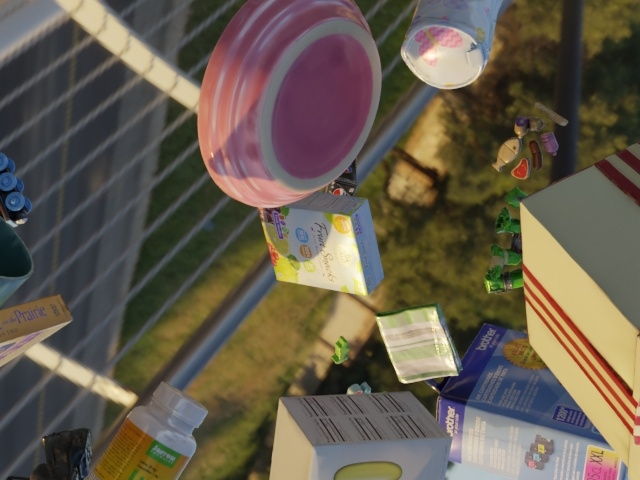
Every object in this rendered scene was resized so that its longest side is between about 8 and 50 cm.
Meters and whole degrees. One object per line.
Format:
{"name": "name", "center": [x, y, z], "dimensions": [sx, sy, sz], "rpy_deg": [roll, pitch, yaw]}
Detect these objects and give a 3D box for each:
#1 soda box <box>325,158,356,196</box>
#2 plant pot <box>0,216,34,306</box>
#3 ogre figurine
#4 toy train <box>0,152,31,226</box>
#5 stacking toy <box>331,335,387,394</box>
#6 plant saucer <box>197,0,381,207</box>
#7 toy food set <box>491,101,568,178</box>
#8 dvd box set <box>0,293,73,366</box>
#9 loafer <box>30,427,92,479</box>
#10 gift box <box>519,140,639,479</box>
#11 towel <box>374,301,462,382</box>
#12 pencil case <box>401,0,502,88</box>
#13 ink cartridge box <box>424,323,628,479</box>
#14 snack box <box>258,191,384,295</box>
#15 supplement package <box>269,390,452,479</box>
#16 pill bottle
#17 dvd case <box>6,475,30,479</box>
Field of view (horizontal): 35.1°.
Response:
{"name": "soda box", "center": [0.044, -0.146, 2.155], "dimensions": [0.169, 0.053, 0.060], "rpy_deg": [-86, -166, -53]}
{"name": "plant pot", "center": [-0.530, 0.044, 1.193], "dimensions": [0.235, 0.293, 0.293], "rpy_deg": [-52, 171, 6]}
{"name": "ogre figurine", "center": [0.351, 0.004, 1.707], "dimensions": [0.097, 0.118, 0.197], "rpy_deg": [-121, -146, -76]}
{"name": "toy train", "center": [-0.707, -0.110, 2.209], "dimensions": [0.105, 0.184, 0.080], "rpy_deg": [-24, 172, -3]}
{"name": "stacking toy", "center": [0.060, 0.308, 1.852], "dimensions": [0.052, 0.167, 0.221], "rpy_deg": [-17, 135, -28]}
{"name": "plant saucer", "center": [-0.024, -0.195, 1.414], "dimensions": [0.332, 0.084, 0.332], "rpy_deg": [-29, 132, -38]}
{"name": "toy food set", "center": [0.308, -0.138, 1.485], "dimensions": [0.019, 0.078, 0.122], "rpy_deg": [-30, 152, -55]}
{"name": "dvd box set", "center": [-0.653, 0.214, 1.683], "dimensions": [0.308, 0.062, 0.420], "rpy_deg": [-31, 175, 24]}
{"name": "loafer", "center": [-0.314, 0.288, 1.201], "dimensions": [0.170, 0.061, 0.062], "rpy_deg": [-98, -171, -66]}
{"name": "gift box", "center": [0.326, 0.060, 0.877], "dimensions": [0.255, 0.258, 0.276], "rpy_deg": [-29, 139, -5]}
{"name": "towel", "center": [0.163, 0.172, 1.674], "dimensions": [0.023, 0.113, 0.152], "rpy_deg": [-81, 153, -54]}
{"name": "pencil case", "center": [0.206, -0.334, 1.445], "dimensions": [0.113, 0.124, 0.273], "rpy_deg": [88, 20, -47]}
{"name": "ink cartridge box", "center": [0.380, 0.303, 1.846], "dimensions": [0.270, 0.396, 0.151], "rpy_deg": [-46, 140, -52]}
{"name": "snack box", "center": [0.000, 0.000, 1.844], "dimensions": [0.070, 0.207, 0.174], "rpy_deg": [-46, 133, -43]}
{"name": "supplement package", "center": [0.049, 0.331, 1.409], "dimensions": [0.149, 0.203, 0.194], "rpy_deg": [-137, -129, -63]}
{"name": "pill bottle", "center": [-0.308, 0.381, 1.798], "dimensions": [0.245, 0.136, 0.136], "rpy_deg": [-57, 171, -6]}
{"name": "dvd case", "center": [-0.327, 0.393, 1.253], "dimensions": [0.253, 0.181, 0.022], "rpy_deg": [-93, -169, -61]}
